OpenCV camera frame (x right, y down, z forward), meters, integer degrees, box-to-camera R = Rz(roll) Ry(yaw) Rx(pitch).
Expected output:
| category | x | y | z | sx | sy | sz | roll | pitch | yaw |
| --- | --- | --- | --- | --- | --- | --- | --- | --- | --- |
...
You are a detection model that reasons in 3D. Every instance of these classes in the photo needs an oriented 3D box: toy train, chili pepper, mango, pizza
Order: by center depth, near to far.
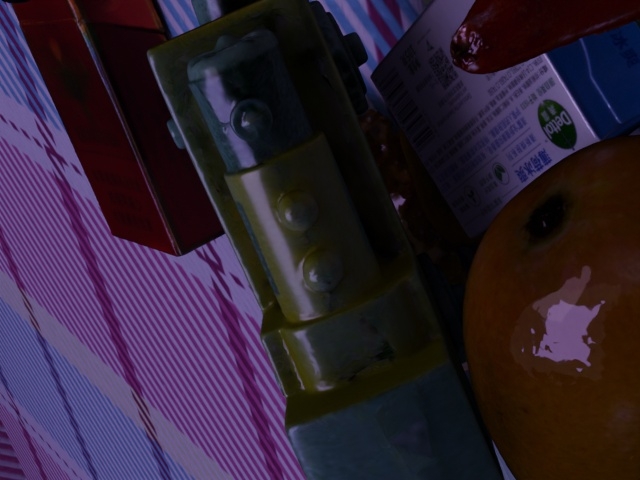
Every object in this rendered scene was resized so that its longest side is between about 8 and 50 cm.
| category | x | y | z | sx | sy | sz | roll | pitch | yaw |
| --- | --- | --- | --- | --- | --- | --- | --- | --- | --- |
| chili pepper | 0.131 | -0.132 | 0.716 | 0.088 | 0.169 | 0.065 | 55 | 158 | 5 |
| mango | 0.199 | 0.080 | 0.805 | 0.173 | 0.211 | 0.317 | -88 | -22 | -50 |
| toy train | 0.000 | 0.000 | 0.890 | 0.237 | 0.150 | 0.369 | -93 | -20 | -76 |
| mango | 0.093 | -0.049 | 1.001 | 0.114 | 0.057 | 0.079 | 59 | -159 | -8 |
| pizza | 0.041 | -0.027 | 1.111 | 0.335 | 0.086 | 0.226 | 51 | 154 | 19 |

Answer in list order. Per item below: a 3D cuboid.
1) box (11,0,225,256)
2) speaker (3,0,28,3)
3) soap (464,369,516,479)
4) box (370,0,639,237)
| category | x | y | z | sx | sy | sz | roll | pitch | yaw |
| --- | --- | --- | --- | --- | --- | --- | --- | --- | --- |
| box | -0.215 | -0.148 | 1.474 | 0.197 | 0.089 | 0.313 | 15 | 131 | 60 |
| speaker | -0.236 | -0.347 | 1.147 | 0.232 | 0.184 | 0.254 | 23 | 126 | 52 |
| soap | 0.220 | 0.213 | 1.018 | 0.290 | 0.095 | 0.173 | 64 | 155 | -9 |
| box | 0.124 | -0.101 | 0.881 | 0.139 | 0.073 | 0.194 | 59 | 156 | 6 |
